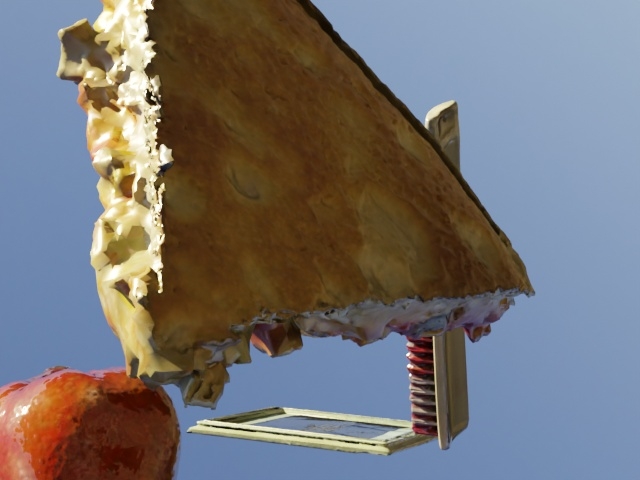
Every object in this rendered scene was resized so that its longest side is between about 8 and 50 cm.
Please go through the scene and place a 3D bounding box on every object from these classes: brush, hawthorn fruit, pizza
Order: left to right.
[{"bbox_3d":[-0.317,0.302,2.063,0.295,0.295,0.311,25,-151,-37],"label":"hawthorn fruit"},{"bbox_3d":[-0.064,-0.034,1.034,0.440,0.130,0.406,46,-145,-7],"label":"pizza"},{"bbox_3d":[0.101,0.034,1.405,0.050,0.321,0.060,10,-154,28],"label":"brush"}]

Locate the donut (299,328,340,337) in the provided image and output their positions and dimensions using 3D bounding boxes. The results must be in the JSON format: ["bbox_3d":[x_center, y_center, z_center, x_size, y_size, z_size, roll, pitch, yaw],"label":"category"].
[{"bbox_3d":[0.000,0.000,2.115,0.303,0.303,0.110,33,-170,-23],"label":"donut"}]

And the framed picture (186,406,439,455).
[{"bbox_3d":[0.007,0.215,1.801,0.231,0.018,0.293,5,179,17],"label":"framed picture"}]
